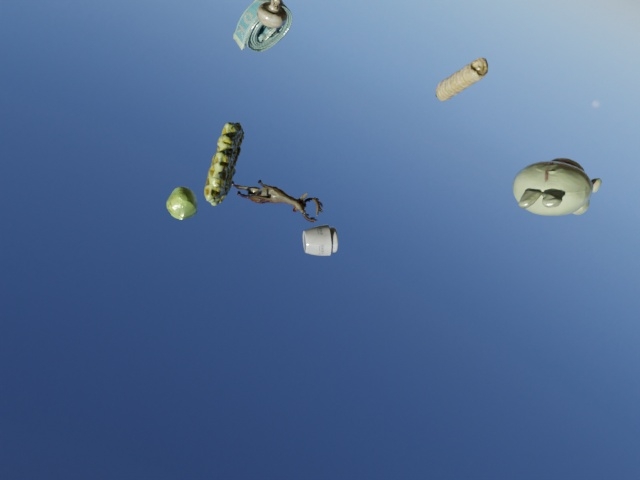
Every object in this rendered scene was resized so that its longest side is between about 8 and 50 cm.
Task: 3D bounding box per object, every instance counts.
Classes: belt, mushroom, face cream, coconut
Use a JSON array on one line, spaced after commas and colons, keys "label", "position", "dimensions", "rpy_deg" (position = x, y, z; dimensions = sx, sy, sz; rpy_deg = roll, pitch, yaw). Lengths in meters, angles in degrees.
[{"label": "belt", "position": [-0.164, -0.646, 1.813], "dimensions": [0.147, 0.163, 0.082], "rpy_deg": [-8, -123, -39]}, {"label": "mushroom", "position": [-0.124, -0.603, 1.587], "dimensions": [0.085, 0.079, 0.085], "rpy_deg": [10, -135, -10]}, {"label": "face cream", "position": [0.000, 0.000, 1.740], "dimensions": [0.095, 0.091, 0.091], "rpy_deg": [-4, -139, -10]}, {"label": "coconut", "position": [-0.376, -0.098, 1.650], "dimensions": [0.087, 0.088, 0.096], "rpy_deg": [11, -127, -20]}]

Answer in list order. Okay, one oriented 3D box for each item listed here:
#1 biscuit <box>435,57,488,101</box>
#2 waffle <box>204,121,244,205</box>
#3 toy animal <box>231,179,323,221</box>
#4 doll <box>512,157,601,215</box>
[{"label": "biscuit", "position": [0.381, -0.437, 1.657], "dimensions": [0.055, 0.061, 0.219], "rpy_deg": [14, 173, -17]}, {"label": "waffle", "position": [-0.249, -0.197, 1.554], "dimensions": [0.054, 0.224, 0.204], "rpy_deg": [16, -172, -3]}, {"label": "toy animal", "position": [-0.143, -0.144, 1.988], "dimensions": [0.243, 0.087, 0.260], "rpy_deg": [21, -176, 42]}, {"label": "doll", "position": [0.436, -0.104, 1.136], "dimensions": [0.154, 0.113, 0.275], "rpy_deg": [8, -173, 30]}]
